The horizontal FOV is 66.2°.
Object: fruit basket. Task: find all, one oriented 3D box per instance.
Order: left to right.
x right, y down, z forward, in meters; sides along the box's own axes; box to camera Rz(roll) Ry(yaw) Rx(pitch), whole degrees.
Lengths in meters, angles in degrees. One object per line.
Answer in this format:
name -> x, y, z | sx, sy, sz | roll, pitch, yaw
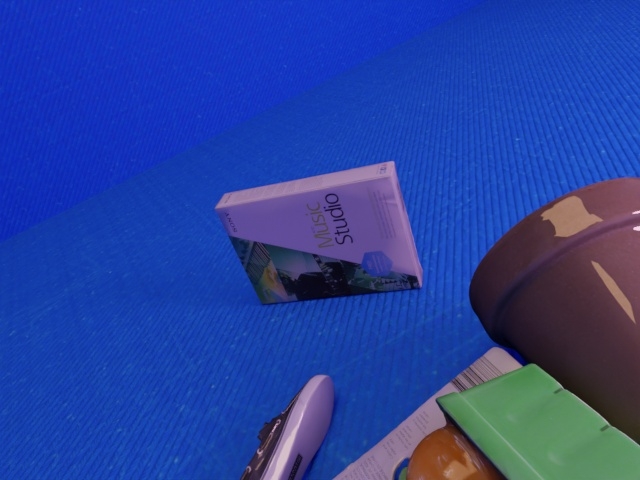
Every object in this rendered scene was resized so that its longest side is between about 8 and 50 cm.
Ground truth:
fruit basket -> 0.144, 0.300, 0.441 | 0.353, 0.165, 0.327 | -42, 33, -4

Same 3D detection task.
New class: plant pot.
plant pot -> 0.336, 0.100, 0.542 | 0.263, 0.263, 0.229 | -20, 48, 1

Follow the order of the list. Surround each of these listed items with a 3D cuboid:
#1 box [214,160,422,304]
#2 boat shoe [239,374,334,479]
box -> 0.000, 0.000, 0.877 | 0.322, 0.232, 0.058 | -8, 32, 21
boat shoe -> -0.053, 0.272, 0.642 | 0.076, 0.080, 0.228 | 1, 45, 30
